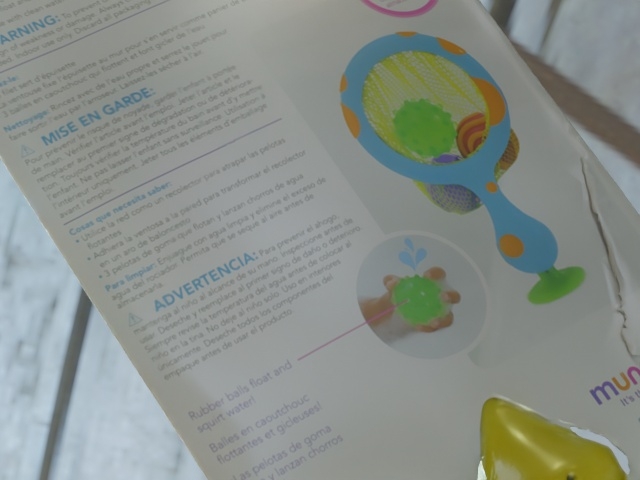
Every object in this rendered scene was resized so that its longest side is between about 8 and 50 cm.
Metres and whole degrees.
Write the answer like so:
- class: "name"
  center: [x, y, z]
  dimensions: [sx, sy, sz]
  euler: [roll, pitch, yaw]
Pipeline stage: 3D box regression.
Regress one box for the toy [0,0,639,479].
- class: "toy"
  center: [0.000, 0.000, 0.481]
  dimensions: [0.237, 0.137, 0.056]
  euler: [53, 150, 20]
